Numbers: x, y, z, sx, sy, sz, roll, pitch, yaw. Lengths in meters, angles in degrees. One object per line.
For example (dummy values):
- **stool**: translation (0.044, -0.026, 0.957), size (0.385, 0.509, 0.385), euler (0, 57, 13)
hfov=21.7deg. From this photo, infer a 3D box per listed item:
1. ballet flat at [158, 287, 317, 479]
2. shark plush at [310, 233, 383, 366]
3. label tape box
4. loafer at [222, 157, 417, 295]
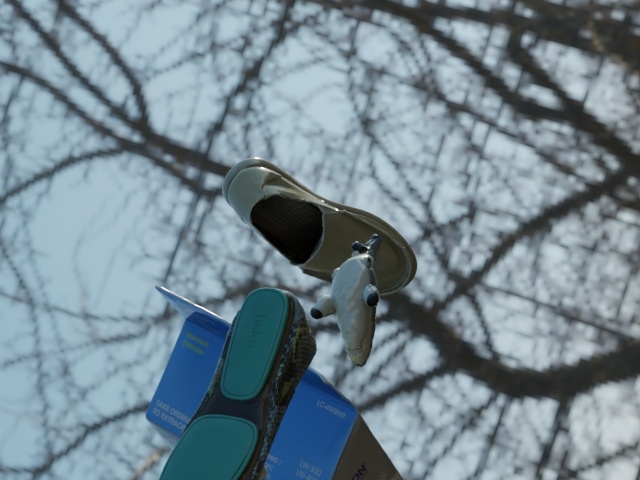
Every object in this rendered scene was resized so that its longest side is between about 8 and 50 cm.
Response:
- **ballet flat**: translation (-0.049, 0.122, 1.085), size (0.070, 0.070, 0.188), euler (74, -142, -60)
- **shark plush**: translation (0.036, 0.054, 1.704), size (0.067, 0.073, 0.161), euler (59, -163, -32)
- **label tape box**: translation (-0.044, 0.219, 1.700), size (0.115, 0.249, 0.347), euler (-52, -40, -17)
- **loafer**: translation (0.000, 0.000, 2.014), size (0.102, 0.268, 0.092), euler (-56, 19, 21)
